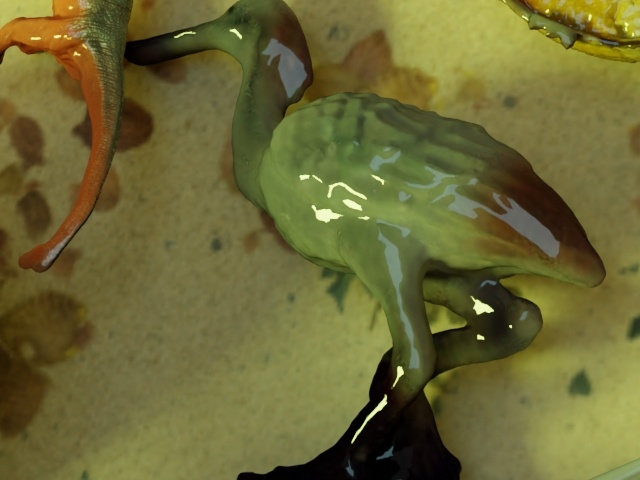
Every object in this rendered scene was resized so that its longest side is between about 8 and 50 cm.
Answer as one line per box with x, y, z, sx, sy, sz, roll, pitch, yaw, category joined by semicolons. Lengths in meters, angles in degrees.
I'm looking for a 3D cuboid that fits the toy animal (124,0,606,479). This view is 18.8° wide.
0.013;-0.022;0.903;0.195;0.090;0.324;-32;60;20;toy animal

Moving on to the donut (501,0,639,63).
0.139;-0.154;0.910;0.181;0.078;0.146;37;89;23;donut

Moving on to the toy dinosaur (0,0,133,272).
-0.132;-0.108;1.008;0.101;0.055;0.279;-5;66;36;toy dinosaur

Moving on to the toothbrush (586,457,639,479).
0.084;0.131;0.853;0.286;0.025;0.020;-31;65;11;toothbrush
